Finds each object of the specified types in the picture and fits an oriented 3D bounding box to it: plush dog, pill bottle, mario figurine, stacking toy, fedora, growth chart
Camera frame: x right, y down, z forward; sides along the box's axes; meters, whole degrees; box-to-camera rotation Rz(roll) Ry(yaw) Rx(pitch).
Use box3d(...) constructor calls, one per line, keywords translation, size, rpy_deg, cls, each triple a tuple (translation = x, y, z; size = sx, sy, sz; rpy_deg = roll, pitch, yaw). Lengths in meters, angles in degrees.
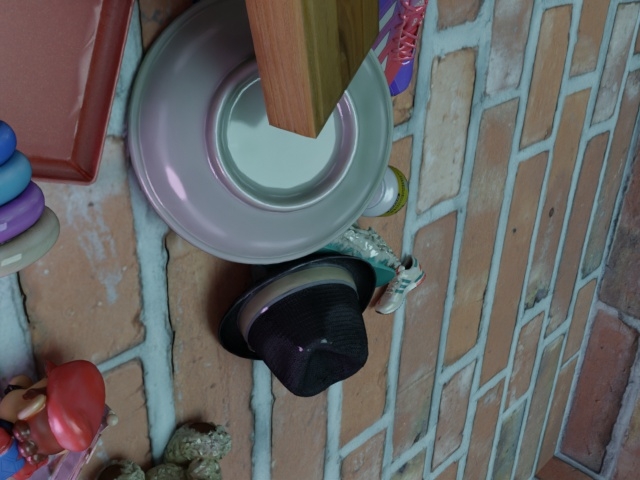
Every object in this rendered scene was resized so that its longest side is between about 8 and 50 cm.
box3d(translation=(-0.221, 0.460, 1.166), size=(0.263, 0.225, 0.210), rpy_deg=(-17, 122, -45), cls="plush dog")
box3d(translation=(0.099, -0.094, 1.296), size=(0.184, 0.103, 0.103), rpy_deg=(-9, 118, -73), cls="pill bottle")
box3d(translation=(-0.436, 0.257, 0.917), size=(0.321, 0.198, 0.170), rpy_deg=(-34, 92, -24), cls="mario figurine")
box3d(translation=(-0.368, -0.126, 0.675), size=(0.141, 0.141, 0.330), rpy_deg=(-32, 128, -35), cls="stacking toy")
box3d(translation=(-0.011, 0.168, 1.219), size=(0.334, 0.152, 0.334), rpy_deg=(-22, 151, -13), cls="fedora")
box3d(translation=(-0.361, 0.338, 1.004), size=(0.021, 0.172, 0.237), rpy_deg=(31, 82, -19), cls="growth chart")

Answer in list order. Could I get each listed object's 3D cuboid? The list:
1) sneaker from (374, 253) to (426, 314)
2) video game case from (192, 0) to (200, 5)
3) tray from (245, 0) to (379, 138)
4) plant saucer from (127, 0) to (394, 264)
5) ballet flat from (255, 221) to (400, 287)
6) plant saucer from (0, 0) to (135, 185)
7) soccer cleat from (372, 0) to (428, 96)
box3d(translation=(0.169, 0.095, 1.582), size=(0.161, 0.057, 0.075), rpy_deg=(-41, 120, -26), cls="sneaker")
box3d(translation=(-0.129, -0.355, 0.996), size=(0.119, 0.015, 0.166), rpy_deg=(-13, 120, -45), cls="video game case")
box3d(translation=(-0.004, -0.321, 0.737), size=(0.410, 0.076, 0.202), rpy_deg=(84, 30, -57), cls="tray")
box3d(translation=(-0.060, -0.152, 0.985), size=(0.401, 0.100, 0.400), rpy_deg=(-5, 104, -22), cls="plant saucer")
box3d(translation=(0.000, 0.000, 1.271), size=(0.409, 0.147, 0.146), rpy_deg=(19, 94, -55), cls="ballet flat")
box3d(translation=(-0.352, -0.199, 0.791), size=(0.259, 0.048, 0.258), rpy_deg=(2, 109, -50), cls="plant saucer")
box3d(translation=(0.134, -0.387, 1.207), size=(0.109, 0.116, 0.318), rpy_deg=(-37, 135, -32), cls="soccer cleat")
